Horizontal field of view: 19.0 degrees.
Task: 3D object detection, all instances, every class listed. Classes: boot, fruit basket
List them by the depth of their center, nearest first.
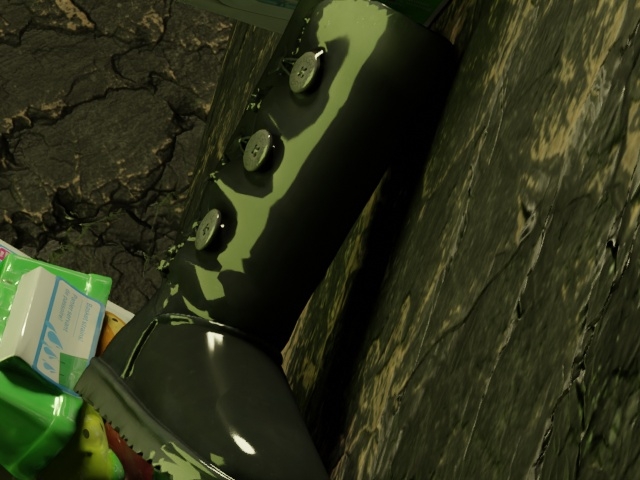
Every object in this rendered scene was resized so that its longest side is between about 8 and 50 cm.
[{"bbox_3d":[-0.007,0.009,1.653,0.445,0.146,0.367,-57,39,-2],"label":"boot"},{"bbox_3d":[-0.203,0.174,1.892,0.165,0.353,0.327,-50,20,36],"label":"fruit basket"}]

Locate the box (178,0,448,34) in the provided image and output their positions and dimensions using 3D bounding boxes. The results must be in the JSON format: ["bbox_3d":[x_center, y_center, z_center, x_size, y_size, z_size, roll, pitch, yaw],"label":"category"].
[{"bbox_3d":[-0.005,-0.292,1.810,0.231,0.262,0.127,136,149,-69],"label":"box"}]
